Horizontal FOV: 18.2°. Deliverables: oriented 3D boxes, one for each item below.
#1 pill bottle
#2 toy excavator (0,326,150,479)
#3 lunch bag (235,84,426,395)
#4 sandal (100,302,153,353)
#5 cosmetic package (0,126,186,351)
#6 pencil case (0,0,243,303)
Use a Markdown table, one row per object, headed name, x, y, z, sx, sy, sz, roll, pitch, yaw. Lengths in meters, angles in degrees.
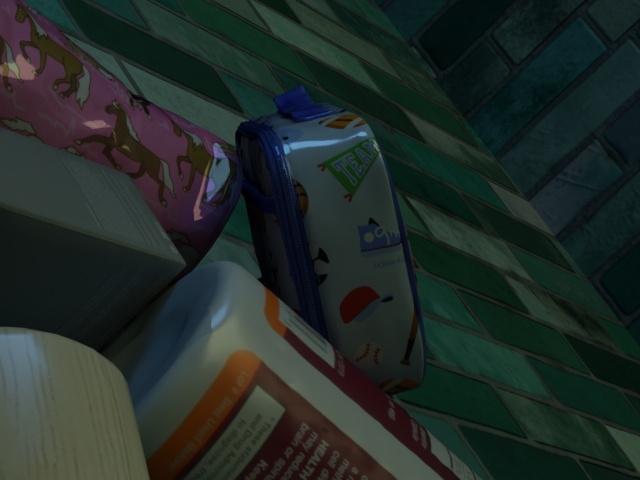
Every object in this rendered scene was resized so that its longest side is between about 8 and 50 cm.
| name | x | y | z | sx | sy | sz | roll | pitch | yaw |
| --- | --- | --- | --- | --- | --- | --- | --- | --- | --- |
| pill bottle | 0.003 | 0.219 | 1.421 | 0.392 | 0.224 | 0.224 | 43 | 16 | -14 |
| toy excavator | -0.066 | 0.262 | 0.740 | 0.433 | 0.445 | 0.222 | 23 | 25 | -28 |
| lunch bag | 0.000 | 0.000 | 1.617 | 0.303 | 0.115 | 0.243 | -144 | -140 | -79 |
| sandal | -0.113 | 0.077 | 1.692 | 0.416 | 0.102 | 0.169 | 52 | 17 | 17 |
| cosmetic package | -0.217 | 0.002 | 1.383 | 0.238 | 0.127 | 0.107 | 26 | 25 | -56 |
| pencil case | -0.236 | -0.104 | 1.529 | 0.386 | 0.167 | 0.160 | 39 | 7 | -32 |
